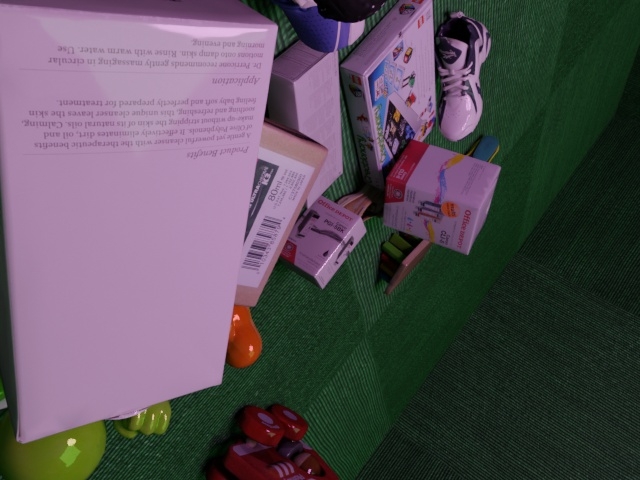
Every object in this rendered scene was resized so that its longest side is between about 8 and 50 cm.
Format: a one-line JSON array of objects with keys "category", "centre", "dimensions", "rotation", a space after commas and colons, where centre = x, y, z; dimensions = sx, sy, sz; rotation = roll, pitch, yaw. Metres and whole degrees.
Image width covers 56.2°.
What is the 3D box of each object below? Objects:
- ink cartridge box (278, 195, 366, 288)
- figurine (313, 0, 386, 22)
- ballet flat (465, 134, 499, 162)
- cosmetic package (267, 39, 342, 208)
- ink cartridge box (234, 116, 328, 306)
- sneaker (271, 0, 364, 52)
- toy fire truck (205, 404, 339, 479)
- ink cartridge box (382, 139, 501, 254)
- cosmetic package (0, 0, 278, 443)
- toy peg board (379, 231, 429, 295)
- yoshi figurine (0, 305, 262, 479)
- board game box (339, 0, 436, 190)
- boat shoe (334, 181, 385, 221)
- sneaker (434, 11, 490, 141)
[{"category": "ink cartridge box", "centre": [0.000, 0.000, 1.045], "dimensions": [0.135, 0.099, 0.056], "rotation": [-53, 152, -14]}, {"category": "figurine", "centre": [0.015, -0.334, 0.498], "dimensions": [0.209, 0.092, 0.215], "rotation": [31, 88, -51]}, {"category": "ballet flat", "centre": [0.392, -0.187, 1.564], "dimensions": [0.231, 0.077, 0.077], "rotation": [-45, 167, -30]}, {"category": "cosmetic package", "centre": [-0.020, -0.165, 0.875], "dimensions": [0.099, 0.060, 0.239], "rotation": [-46, 151, -29]}, {"category": "ink cartridge box", "centre": [-0.126, -0.046, 0.729], "dimensions": [0.193, 0.088, 0.234], "rotation": [14, 107, -43]}, {"category": "sneaker", "centre": [-0.074, -0.306, 0.586], "dimensions": [0.182, 0.127, 0.315], "rotation": [-46, 144, -16]}, {"category": "toy fire truck", "centre": [-0.071, 0.488, 1.264], "dimensions": [0.169, 0.254, 0.302], "rotation": [-59, 154, 1]}, {"category": "ink cartridge box", "centre": [0.223, -0.081, 1.113], "dimensions": [0.127, 0.176, 0.128], "rotation": [-55, 156, -36]}, {"category": "cosmetic package", "centre": [-0.178, -0.027, 0.511], "dimensions": [0.197, 0.155, 0.365], "rotation": [-8, 128, -35]}, {"category": "toy peg board", "centre": [0.205, 0.029, 1.481], "dimensions": [0.161, 0.079, 0.160], "rotation": [-42, 165, -30]}, {"category": "yoshi figurine", "centre": [-0.242, 0.176, 0.716], "dimensions": [0.362, 0.203, 0.203], "rotation": [-11, 133, -53]}, {"category": "board game box", "centre": [0.131, -0.250, 1.058], "dimensions": [0.193, 0.053, 0.305], "rotation": [-50, 153, -18]}, {"category": "boat shoe", "centre": [0.100, -0.070, 1.174], "dimensions": [0.190, 0.072, 0.068], "rotation": [-37, 146, -38]}, {"category": "sneaker", "centre": [0.250, -0.316, 1.127], "dimensions": [0.153, 0.094, 0.235], "rotation": [14, 93, -55]}]
